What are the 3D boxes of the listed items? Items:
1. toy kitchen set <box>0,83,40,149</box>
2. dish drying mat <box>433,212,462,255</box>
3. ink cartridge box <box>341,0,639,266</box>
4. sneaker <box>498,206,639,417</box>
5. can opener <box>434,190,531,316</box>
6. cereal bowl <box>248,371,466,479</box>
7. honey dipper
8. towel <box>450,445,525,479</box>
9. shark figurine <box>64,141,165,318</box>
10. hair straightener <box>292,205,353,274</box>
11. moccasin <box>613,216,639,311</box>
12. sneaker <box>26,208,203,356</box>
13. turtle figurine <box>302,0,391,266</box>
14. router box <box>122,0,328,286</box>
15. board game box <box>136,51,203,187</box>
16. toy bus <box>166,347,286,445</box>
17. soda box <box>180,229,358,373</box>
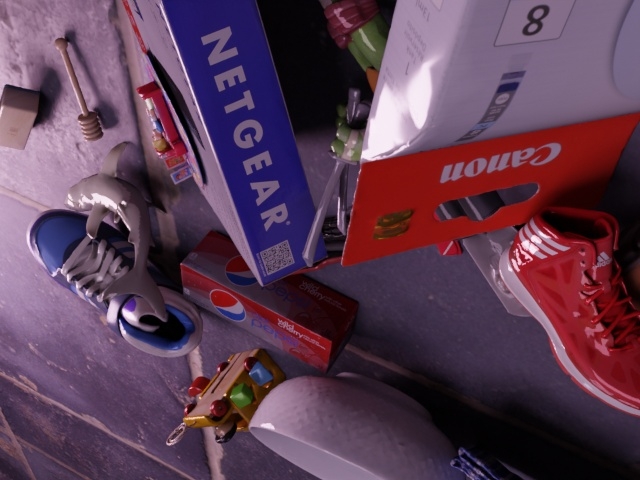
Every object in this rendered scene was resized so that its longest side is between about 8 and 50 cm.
[{"bbox_3d":[-0.549,-0.260,1.312,0.207,0.166,0.122,11,152,-26],"label":"toy kitchen set"},{"bbox_3d":[0.147,-0.015,1.034,0.032,0.008,0.083,-1,128,41],"label":"dish drying mat"},{"bbox_3d":[0.193,-0.103,0.672,0.385,0.308,0.091,101,150,-49],"label":"ink cartridge box"},{"bbox_3d":[0.262,0.060,0.789,0.221,0.087,0.128,46,155,21],"label":"sneaker"},{"bbox_3d":[0.180,-0.044,0.938,0.076,0.095,0.283,-30,94,51],"label":"can opener"},{"bbox_3d":[0.071,0.300,1.281,0.339,0.141,0.339,24,159,10],"label":"cereal bowl"},{"bbox_3d":[-0.350,-0.219,1.220,0.030,0.030,0.161,15,133,28],"label":"honey dipper"},{"bbox_3d":[0.339,0.378,1.141,0.336,0.040,0.243,32,179,21],"label":"towel"},{"bbox_3d":[-0.278,-0.029,1.279,0.166,0.116,0.278,-51,53,15],"label":"shark figurine"},{"bbox_3d":[0.000,0.000,1.138,0.230,0.047,0.089,-7,124,43],"label":"hair straightener"},{"bbox_3d":[0.389,-0.015,0.726,0.147,0.139,0.380,34,143,5],"label":"moccasin"},{"bbox_3d":[-0.320,0.066,1.340,0.323,0.130,0.236,41,171,-17],"label":"sneaker"},{"bbox_3d":[0.023,-0.133,0.808,0.274,0.198,0.266,-25,94,36],"label":"turtle figurine"},{"bbox_3d":[-0.120,-0.167,0.909,0.301,0.082,0.335,52,162,51],"label":"router box"},{"bbox_3d":[-0.186,-0.134,0.978,0.169,0.033,0.133,62,169,16],"label":"board game box"},{"bbox_3d":[-0.147,0.282,1.441,0.202,0.191,0.104,-38,106,7],"label":"toy bus"},{"bbox_3d":[-0.079,0.089,1.266,0.263,0.083,0.092,26,142,15],"label":"soda box"}]
